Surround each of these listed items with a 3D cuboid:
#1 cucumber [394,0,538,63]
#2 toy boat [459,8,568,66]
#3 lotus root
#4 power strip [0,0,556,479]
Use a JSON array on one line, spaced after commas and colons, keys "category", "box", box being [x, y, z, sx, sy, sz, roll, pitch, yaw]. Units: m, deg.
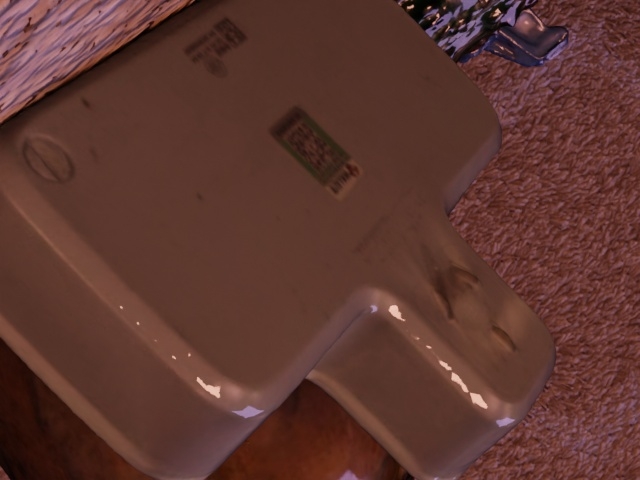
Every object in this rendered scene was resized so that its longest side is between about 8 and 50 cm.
[{"category": "cucumber", "box": [0.063, -0.138, 0.770, 0.359, 0.096, 0.096, -42, -178, 7]}, {"category": "toy boat", "box": [0.116, -0.177, 1.253, 0.309, 0.142, 0.129, -44, -176, -5]}, {"category": "lotus root", "box": [-0.050, 0.075, 0.809, 0.272, 0.192, 0.272, -27, 178, -1]}, {"category": "power strip", "box": [-0.001, 0.001, 0.583, 0.059, 0.193, 0.265, -45, 180, 34]}]
